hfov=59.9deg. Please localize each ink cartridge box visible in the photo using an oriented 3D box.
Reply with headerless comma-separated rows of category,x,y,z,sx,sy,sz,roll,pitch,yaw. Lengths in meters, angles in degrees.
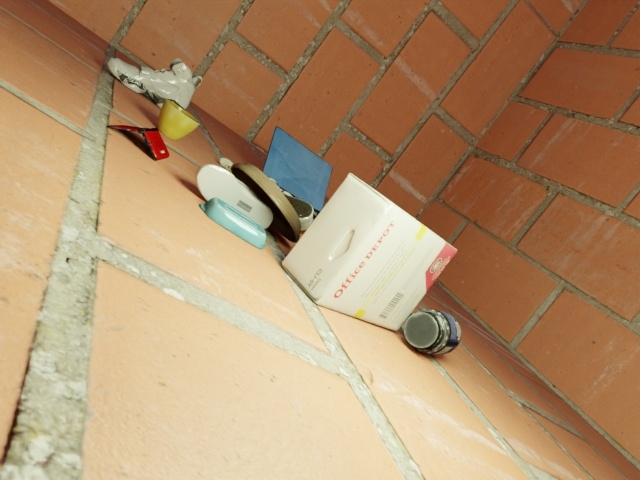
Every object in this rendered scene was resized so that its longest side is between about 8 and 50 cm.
ink cartridge box,0.133,0.043,1.376,0.160,0.279,0.384,42,9,38

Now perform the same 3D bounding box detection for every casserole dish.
casserole dish,-0.199,-0.046,1.324,0.188,0.037,0.114,33,8,-23

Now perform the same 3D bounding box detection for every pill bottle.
pill bottle,0.305,0.249,1.519,0.123,0.123,0.219,41,8,27

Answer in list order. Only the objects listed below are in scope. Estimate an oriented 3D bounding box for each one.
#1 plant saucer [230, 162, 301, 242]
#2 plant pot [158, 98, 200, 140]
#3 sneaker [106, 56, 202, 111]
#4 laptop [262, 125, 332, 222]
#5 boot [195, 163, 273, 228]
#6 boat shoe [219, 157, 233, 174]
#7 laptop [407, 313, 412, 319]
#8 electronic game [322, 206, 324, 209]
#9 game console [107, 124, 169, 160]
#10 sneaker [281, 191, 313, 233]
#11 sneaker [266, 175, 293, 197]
plant saucer,-0.145,-0.109,1.539,0.278,0.041,0.278,46,-14,14
plant pot,-0.482,-0.389,1.842,0.134,0.095,0.134,36,8,-6
sneaker,-0.669,-0.679,2.270,0.365,0.210,0.137,32,9,-34
laptop,-0.042,-0.232,2.360,0.382,0.236,0.408,30,11,-40
boot,-0.240,-0.122,1.447,0.258,0.095,0.123,42,-3,-41
boat shoe,-0.331,-0.266,2.026,0.100,0.035,0.035,44,6,4
laptop,0.238,0.137,1.820,0.234,0.137,0.264,42,9,27
electronic game,-0.039,-0.162,2.648,0.229,0.048,0.229,37,10,-8
game console,-0.467,-0.255,1.439,0.144,0.085,0.124,-100,168,-78
sneaker,-0.157,-0.103,1.736,0.290,0.106,0.123,30,-32,17
sneaker,-0.156,-0.156,1.929,0.234,0.094,0.153,28,16,4
